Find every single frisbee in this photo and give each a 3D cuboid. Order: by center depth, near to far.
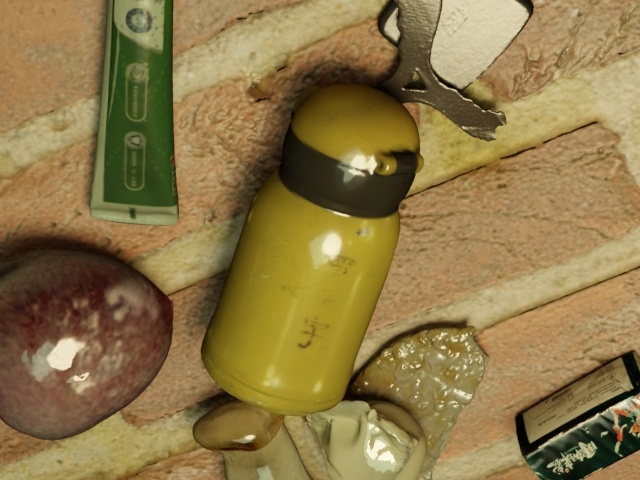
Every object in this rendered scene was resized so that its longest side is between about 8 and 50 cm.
[{"bbox_3d":[0.110,-0.157,1.440,0.187,0.012,0.211,32,122,-13],"label":"frisbee"}]

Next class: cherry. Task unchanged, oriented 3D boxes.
[{"bbox_3d":[-0.288,0.113,1.500,0.266,0.183,0.213,-24,125,-6],"label":"cherry"}]

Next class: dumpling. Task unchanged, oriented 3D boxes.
[{"bbox_3d":[0.043,0.239,1.578,0.155,0.111,0.181,38,123,8],"label":"dumpling"}]

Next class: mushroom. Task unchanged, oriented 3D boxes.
[{"bbox_3d":[-0.043,0.316,1.657,0.159,0.122,0.328,-34,119,-24],"label":"mushroom"}]

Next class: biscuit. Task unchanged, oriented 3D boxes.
[{"bbox_3d":[0.098,0.205,1.631,0.141,0.038,0.289,19,117,-5],"label":"biscuit"}]

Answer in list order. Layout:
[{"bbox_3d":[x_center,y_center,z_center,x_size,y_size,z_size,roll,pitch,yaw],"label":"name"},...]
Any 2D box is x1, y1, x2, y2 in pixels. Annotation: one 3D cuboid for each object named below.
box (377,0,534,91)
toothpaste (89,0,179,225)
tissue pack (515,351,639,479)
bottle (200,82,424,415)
[{"bbox_3d":[0.139,-0.233,1.418,0.125,0.027,0.126,37,112,-15],"label":"box"},{"bbox_3d":[-0.187,-0.189,1.417,0.099,0.061,0.392,5,120,-3],"label":"toothpaste"},{"bbox_3d":[0.322,0.215,1.605,0.170,0.103,0.090,-33,106,14],"label":"tissue pack"},{"bbox_3d":[0.000,0.000,1.452,0.171,0.171,0.351,16,115,-9],"label":"bottle"}]
